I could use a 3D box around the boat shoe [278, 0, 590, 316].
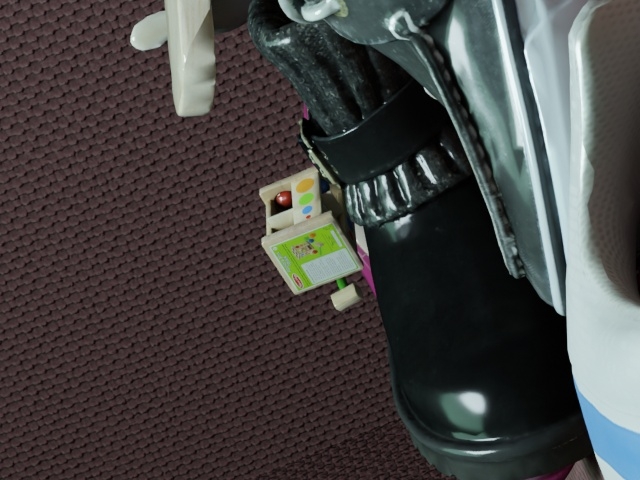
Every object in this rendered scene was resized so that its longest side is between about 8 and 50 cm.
[{"bbox_3d":[0.028,-0.122,0.642,0.121,0.119,0.335,-46,-62,-82],"label":"boat shoe"}]

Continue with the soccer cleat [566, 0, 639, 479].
[{"bbox_3d":[0.114,0.067,0.324,0.331,0.116,0.143,-112,0,-51],"label":"soccer cleat"}]

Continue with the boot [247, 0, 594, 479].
[{"bbox_3d":[0.061,-0.036,1.106,0.348,0.131,0.260,-112,0,-59],"label":"boot"}]

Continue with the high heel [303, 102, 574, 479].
[{"bbox_3d":[0.085,0.035,1.455,0.181,0.127,0.377,97,149,-68],"label":"high heel"}]

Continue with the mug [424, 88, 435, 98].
[{"bbox_3d":[0.073,-0.106,0.890,0.078,0.062,0.064,85,173,-66],"label":"mug"}]

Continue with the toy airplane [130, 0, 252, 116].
[{"bbox_3d":[-0.102,-0.337,1.263,0.384,0.272,0.386,54,134,43],"label":"toy airplane"}]

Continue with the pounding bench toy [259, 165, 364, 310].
[{"bbox_3d":[0.000,0.000,1.230,0.065,0.052,0.083,-95,-22,-50],"label":"pounding bench toy"}]
